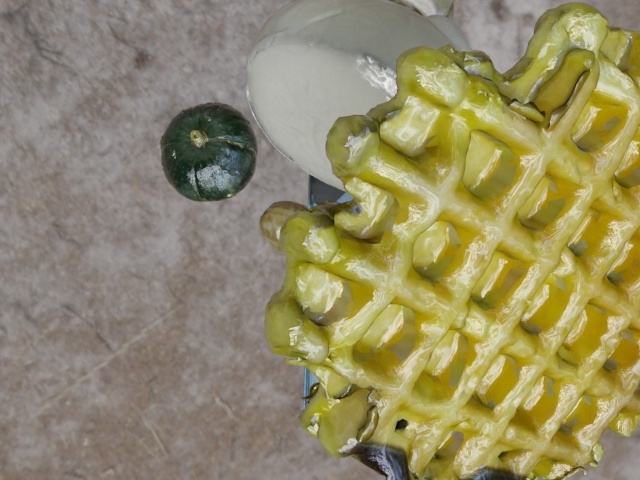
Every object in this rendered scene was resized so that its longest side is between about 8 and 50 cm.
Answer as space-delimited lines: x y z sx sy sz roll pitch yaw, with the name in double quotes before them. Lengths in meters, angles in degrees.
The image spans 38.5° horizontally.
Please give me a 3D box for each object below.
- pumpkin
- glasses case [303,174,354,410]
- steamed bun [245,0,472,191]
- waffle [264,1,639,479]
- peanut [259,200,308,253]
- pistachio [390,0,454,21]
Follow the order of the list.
"pumpkin" -0.203 -0.162 1.675 0.190 0.190 0.146 -36 139 -9
"glasses case" 0.001 0.058 1.014 0.105 0.056 0.266 -45 142 -55
"steamed bun" 0.051 -0.130 0.805 0.130 0.228 0.177 -51 158 -33
"waffle" 0.108 0.027 0.499 0.312 0.060 0.307 -12 118 -28
"peanut" 0.000 0.000 1.373 0.089 0.193 0.089 23 90 -78
"pistachio" 0.125 -0.414 1.478 0.153 0.237 0.137 -30 157 -3
